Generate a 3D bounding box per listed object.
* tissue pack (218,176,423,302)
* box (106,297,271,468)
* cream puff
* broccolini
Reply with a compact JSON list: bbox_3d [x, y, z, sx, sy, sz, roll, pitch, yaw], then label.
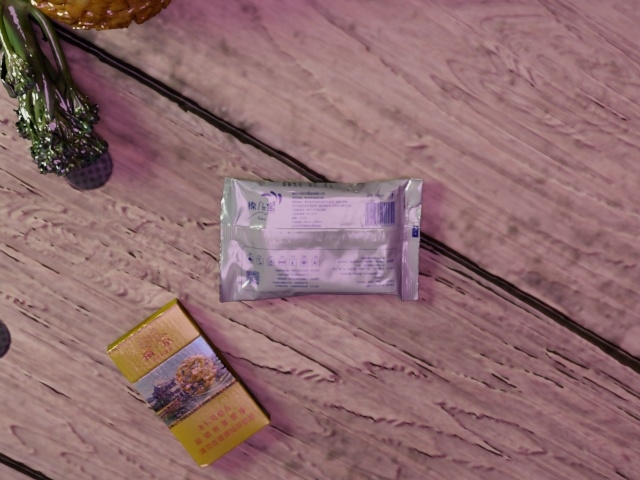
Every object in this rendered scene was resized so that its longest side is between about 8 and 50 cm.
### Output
[{"bbox_3d":[0.000,0.000,1.690,0.193,0.026,0.122,0,106,-4],"label":"tissue pack"},{"bbox_3d":[-0.127,0.140,1.727,0.087,0.023,0.155,-35,105,10],"label":"box"},{"bbox_3d":[-0.194,-0.243,1.549,0.165,0.150,0.115,23,127,26],"label":"cream puff"},{"bbox_3d":[-0.305,-0.231,1.576,0.079,0.074,0.392,-29,108,-2],"label":"broccolini"}]
